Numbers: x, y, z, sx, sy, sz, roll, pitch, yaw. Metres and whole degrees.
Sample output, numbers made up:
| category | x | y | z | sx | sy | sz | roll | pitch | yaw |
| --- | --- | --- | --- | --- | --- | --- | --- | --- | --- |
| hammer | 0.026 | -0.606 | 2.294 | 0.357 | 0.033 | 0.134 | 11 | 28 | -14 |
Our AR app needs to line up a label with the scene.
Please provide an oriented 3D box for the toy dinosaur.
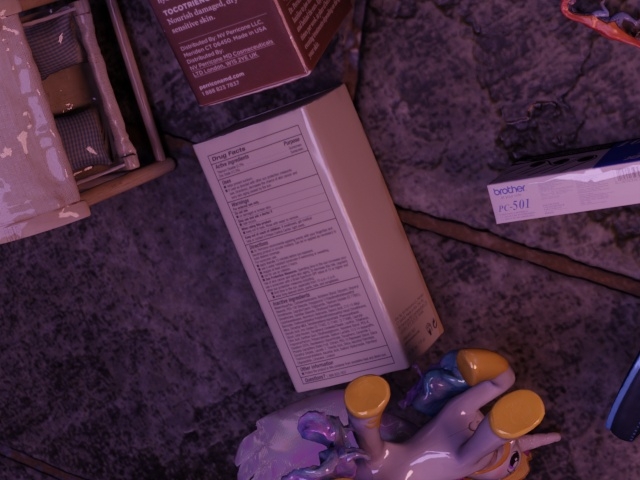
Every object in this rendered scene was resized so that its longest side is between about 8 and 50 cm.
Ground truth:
| category | x | y | z | sx | sy | sz | roll | pitch | yaw |
| --- | --- | --- | --- | --- | --- | --- | --- | --- | --- |
| toy dinosaur | 0.276 | -0.216 | 1.409 | 0.082 | 0.090 | 0.047 | 2 | 132 | -19 |

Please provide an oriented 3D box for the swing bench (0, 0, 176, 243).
| category | x | y | z | sx | sy | sz | roll | pitch | yaw |
| --- | --- | --- | --- | --- | --- | --- | --- | --- | --- |
| swing bench | -0.328 | -0.152 | 1.651 | 0.165 | 0.255 | 0.253 | -9 | 105 | 31 |

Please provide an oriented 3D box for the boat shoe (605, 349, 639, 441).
| category | x | y | z | sx | sy | sz | roll | pitch | yaw |
| --- | --- | --- | --- | --- | --- | --- | --- | --- | --- |
| boat shoe | 0.375 | 0.112 | 1.466 | 0.089 | 0.109 | 0.258 | 30 | 123 | 11 |

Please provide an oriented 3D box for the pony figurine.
| category | x | y | z | sx | sy | sz | roll | pitch | yaw |
| --- | --- | --- | --- | --- | --- | --- | --- | --- | --- |
| pony figurine | 0.082 | 0.245 | 1.488 | 0.351 | 0.363 | 0.303 | -26 | 68 | 1 |

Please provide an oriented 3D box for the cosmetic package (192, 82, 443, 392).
| category | x | y | z | sx | sy | sz | roll | pitch | yaw |
| --- | --- | --- | --- | --- | --- | --- | --- | --- | --- |
| cosmetic package | 0.000 | 0.000 | 1.620 | 0.160 | 0.113 | 0.309 | -15 | 101 | 32 |

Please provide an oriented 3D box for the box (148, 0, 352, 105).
| category | x | y | z | sx | sy | sz | roll | pitch | yaw |
| --- | --- | --- | --- | --- | --- | --- | --- | --- | --- |
| box | -0.117 | -0.348 | 1.445 | 0.143 | 0.191 | 0.381 | -13 | 115 | 23 |

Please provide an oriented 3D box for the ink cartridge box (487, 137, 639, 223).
| category | x | y | z | sx | sy | sz | roll | pitch | yaw |
| --- | --- | --- | --- | --- | --- | --- | --- | --- | --- |
| ink cartridge box | 0.281 | -0.065 | 1.450 | 0.207 | 0.097 | 0.046 | -8 | 105 | 30 |
